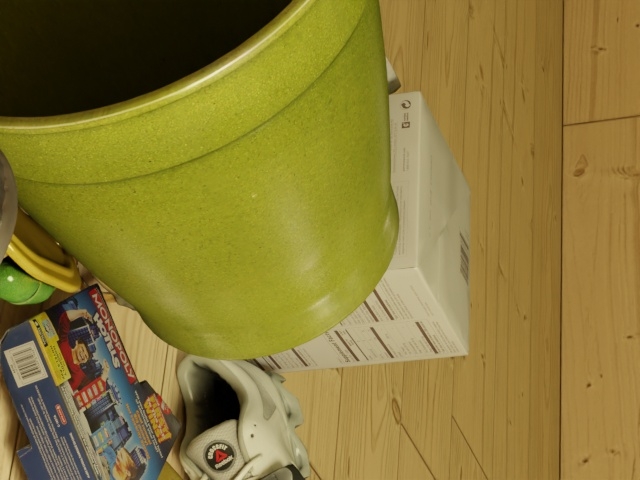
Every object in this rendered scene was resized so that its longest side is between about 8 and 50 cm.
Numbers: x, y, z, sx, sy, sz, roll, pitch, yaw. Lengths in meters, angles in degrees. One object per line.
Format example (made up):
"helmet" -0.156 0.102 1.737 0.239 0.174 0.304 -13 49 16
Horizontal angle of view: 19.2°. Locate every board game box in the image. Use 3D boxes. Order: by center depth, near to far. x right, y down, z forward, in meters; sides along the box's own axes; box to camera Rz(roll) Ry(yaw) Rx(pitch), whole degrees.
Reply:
"board game box" -0.187 0.142 1.559 0.194 0.060 0.194 68 17 -3

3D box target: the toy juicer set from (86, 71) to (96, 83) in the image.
"toy juicer set" -0.106 -0.092 1.701 0.329 0.089 0.209 28 82 -44

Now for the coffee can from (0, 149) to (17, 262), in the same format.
"coffee can" -0.315 -0.078 1.040 0.275 0.201 0.201 64 26 -47

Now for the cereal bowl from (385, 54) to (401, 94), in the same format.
"cereal bowl" -0.059 -0.264 1.921 0.339 0.141 0.339 59 4 -6

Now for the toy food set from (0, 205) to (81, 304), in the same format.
"toy food set" -0.260 -0.004 1.423 0.128 0.071 0.218 55 5 17

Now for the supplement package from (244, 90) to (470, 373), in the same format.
"supplement package" 0.000 0.000 1.897 0.198 0.262 0.199 56 32 -55

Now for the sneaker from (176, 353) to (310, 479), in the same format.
"sneaker" -0.068 0.244 1.790 0.146 0.122 0.330 36 23 -49

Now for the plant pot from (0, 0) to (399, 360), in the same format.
"plant pot" -0.093 -0.101 1.471 0.353 0.366 0.366 65 25 -45

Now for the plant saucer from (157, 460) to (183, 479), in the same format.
"plant saucer" -0.151 0.369 1.595 0.333 0.081 0.333 -55 135 -65

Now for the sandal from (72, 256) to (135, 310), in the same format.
"sandal" -0.191 0.023 1.651 0.180 0.049 0.072 64 14 -71
